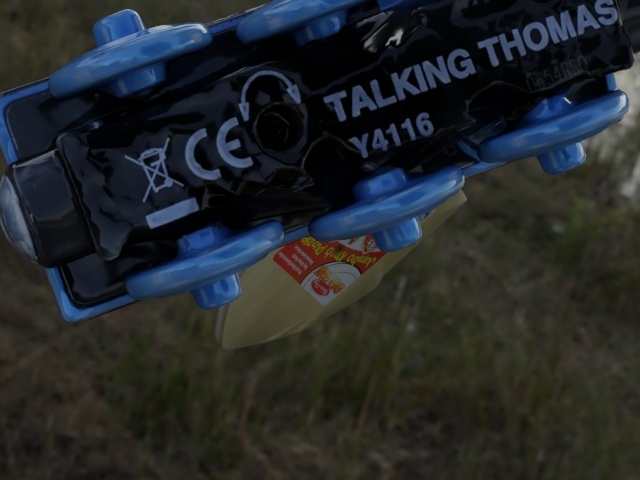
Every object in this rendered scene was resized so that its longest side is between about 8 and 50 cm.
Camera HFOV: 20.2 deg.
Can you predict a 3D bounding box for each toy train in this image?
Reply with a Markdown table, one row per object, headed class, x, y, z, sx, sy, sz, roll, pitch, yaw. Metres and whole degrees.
| class | x | y | z | sx | sy | sz | roll | pitch | yaw |
| --- | --- | --- | --- | --- | --- | --- | --- | --- | --- |
| toy train | 0.000 | -0.035 | 0.484 | 0.184 | 0.080 | 0.105 | -21 | 4 | -12 |

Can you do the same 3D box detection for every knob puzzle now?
| class | x | y | z | sx | sy | sz | roll | pitch | yaw |
| --- | --- | --- | --- | --- | --- | --- | --- | --- | --- |
| knob puzzle | 0.000 | 0.000 | 1.207 | 0.213 | 0.213 | 0.030 | -10 | 53 | -48 |
